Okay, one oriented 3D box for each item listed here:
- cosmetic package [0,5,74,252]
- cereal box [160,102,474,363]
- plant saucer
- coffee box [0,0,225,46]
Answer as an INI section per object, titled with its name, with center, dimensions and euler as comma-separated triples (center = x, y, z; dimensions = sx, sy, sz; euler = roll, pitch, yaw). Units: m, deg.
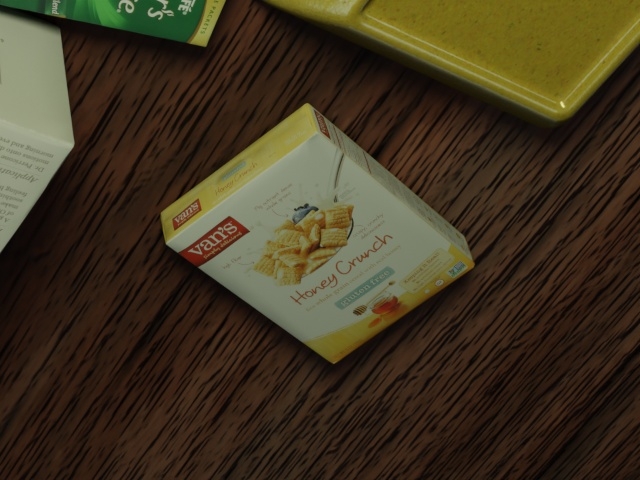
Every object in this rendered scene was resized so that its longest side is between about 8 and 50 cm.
[cosmetic package]
center = -0.363, -0.023, 1.351
dimensions = 0.197, 0.155, 0.365
euler = 21, 126, -31
[cereal box]
center = 0.000, 0.000, 1.552
dimensions = 0.173, 0.047, 0.240
euler = -36, 132, 20
[plant saucer]
center = 0.166, -0.232, 1.347
dimensions = 0.332, 0.081, 0.333
euler = 21, 125, -31
[coffee box]
center = -0.153, -0.213, 1.303
dimensions = 0.184, 0.040, 0.113
euler = 10, 130, -24
